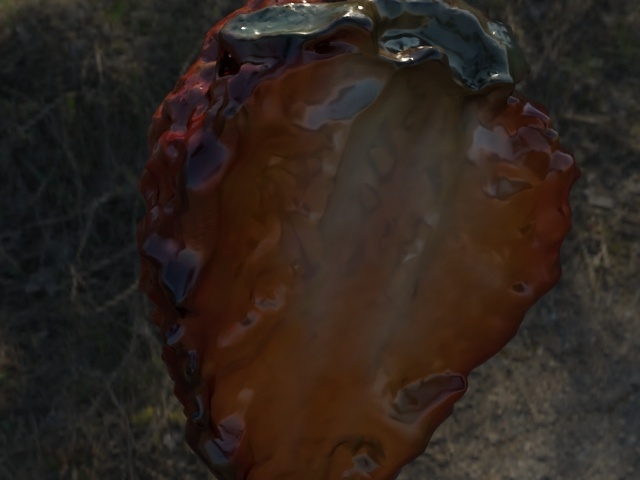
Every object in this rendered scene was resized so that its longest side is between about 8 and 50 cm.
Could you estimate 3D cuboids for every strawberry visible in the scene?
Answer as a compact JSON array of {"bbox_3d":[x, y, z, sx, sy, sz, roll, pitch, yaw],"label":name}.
[{"bbox_3d":[0.000,0.000,0.812,0.265,0.336,0.149,4,22,-29],"label":"strawberry"}]
